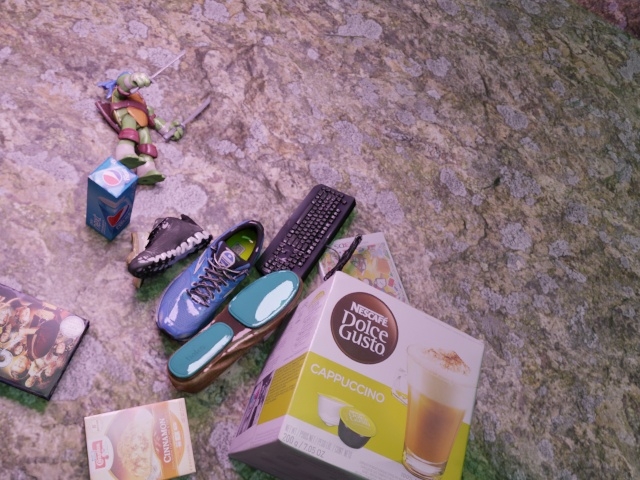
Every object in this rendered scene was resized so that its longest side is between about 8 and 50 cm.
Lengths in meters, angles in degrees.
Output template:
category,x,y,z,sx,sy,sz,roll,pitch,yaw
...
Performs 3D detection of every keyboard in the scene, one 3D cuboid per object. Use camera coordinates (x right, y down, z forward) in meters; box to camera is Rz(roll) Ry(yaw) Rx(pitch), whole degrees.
category,x,y,z,sx,sy,sz,roll,pitch,yaw
keyboard,0.000,0.000,1.446,0.201,0.033,0.317,28,58,11

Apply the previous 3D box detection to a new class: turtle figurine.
category,x,y,z,sx,sy,sz,roll,pitch,yaw
turtle figurine,-0.374,-0.281,1.354,0.274,0.198,0.267,1,70,-18

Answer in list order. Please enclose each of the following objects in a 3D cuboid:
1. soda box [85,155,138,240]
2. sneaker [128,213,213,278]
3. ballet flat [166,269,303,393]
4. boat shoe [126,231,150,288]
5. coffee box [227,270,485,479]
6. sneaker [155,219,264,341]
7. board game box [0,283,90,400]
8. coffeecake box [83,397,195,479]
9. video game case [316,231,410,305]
category,x,y,z,sx,sy,sz,roll,pitch,yaw
soda box,-0.433,-0.082,1.227,0.071,0.210,0.067,37,59,-3
sneaker,-0.339,0.005,1.276,0.106,0.078,0.234,48,35,5
ballet flat,-0.170,0.200,1.259,0.116,0.124,0.342,33,62,28
boat shoe,-0.397,0.041,1.284,0.045,0.050,0.136,7,54,-16
coffee box,0.067,0.316,1.178,0.337,0.338,0.335,27,59,-10
sneaker,-0.232,0.070,1.280,0.129,0.147,0.330,36,59,-3
board game box,-0.596,0.182,1.137,0.243,0.042,0.165,25,60,-10
coffeecake box,-0.345,0.392,1.131,0.185,0.068,0.143,-6,70,-24
video game case,0.103,0.098,1.476,0.206,0.026,0.227,-10,72,-26
